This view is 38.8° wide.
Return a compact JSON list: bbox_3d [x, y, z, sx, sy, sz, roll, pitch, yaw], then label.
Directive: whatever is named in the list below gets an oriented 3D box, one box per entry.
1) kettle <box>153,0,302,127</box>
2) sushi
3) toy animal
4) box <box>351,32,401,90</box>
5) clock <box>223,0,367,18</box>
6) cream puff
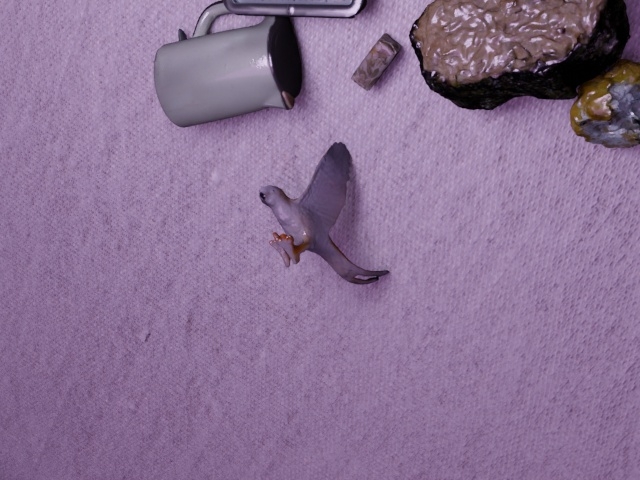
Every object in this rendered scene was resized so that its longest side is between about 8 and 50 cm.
[{"bbox_3d":[-0.171,-0.344,1.720,0.255,0.165,0.240,-8,81,24],"label":"kettle"},{"bbox_3d":[0.319,-0.332,1.482,0.350,0.171,0.210,-7,79,29],"label":"sushi"},{"bbox_3d":[-0.010,0.005,1.733,0.225,0.302,0.284,-31,94,27],"label":"toy animal"},{"bbox_3d":[0.103,-0.327,1.663,0.045,0.062,0.098,38,119,-3],"label":"box"},{"bbox_3d":[-0.043,-0.535,1.609,0.279,0.049,0.273,7,101,19],"label":"clock"},{"bbox_3d":[0.495,-0.231,1.523,0.121,0.156,0.156,27,133,60],"label":"cream puff"}]
